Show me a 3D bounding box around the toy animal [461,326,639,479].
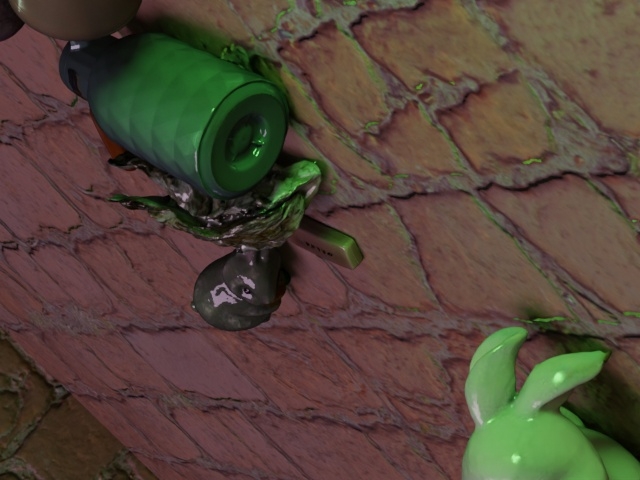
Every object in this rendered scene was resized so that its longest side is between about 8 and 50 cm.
[{"bbox_3d":[0.259,0.260,1.837,0.182,0.247,0.310,2,155,35],"label":"toy animal"}]

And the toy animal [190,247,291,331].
[{"bbox_3d":[-0.102,0.053,2.193,0.236,0.138,0.108,119,134,-74],"label":"toy animal"}]

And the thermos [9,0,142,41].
[{"bbox_3d":[-0.252,-0.340,1.618,0.176,0.146,0.265,32,150,11],"label":"thermos"}]

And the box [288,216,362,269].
[{"bbox_3d":[0.000,0.000,2.036,0.115,0.025,0.048,25,156,36],"label":"box"}]

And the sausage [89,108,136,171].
[{"bbox_3d":[-0.276,-0.145,2.205,0.039,0.041,0.131,34,160,33],"label":"sausage"}]

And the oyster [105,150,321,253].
[{"bbox_3d":[-0.125,-0.059,1.997,0.351,0.162,0.158,2,108,47],"label":"oyster"}]

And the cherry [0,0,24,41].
[{"bbox_3d":[-0.421,-0.313,1.982,0.176,0.140,0.176,38,-176,-3],"label":"cherry"}]

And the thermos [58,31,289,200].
[{"bbox_3d":[-0.176,-0.151,1.866,0.286,0.145,0.182,28,151,36],"label":"thermos"}]
